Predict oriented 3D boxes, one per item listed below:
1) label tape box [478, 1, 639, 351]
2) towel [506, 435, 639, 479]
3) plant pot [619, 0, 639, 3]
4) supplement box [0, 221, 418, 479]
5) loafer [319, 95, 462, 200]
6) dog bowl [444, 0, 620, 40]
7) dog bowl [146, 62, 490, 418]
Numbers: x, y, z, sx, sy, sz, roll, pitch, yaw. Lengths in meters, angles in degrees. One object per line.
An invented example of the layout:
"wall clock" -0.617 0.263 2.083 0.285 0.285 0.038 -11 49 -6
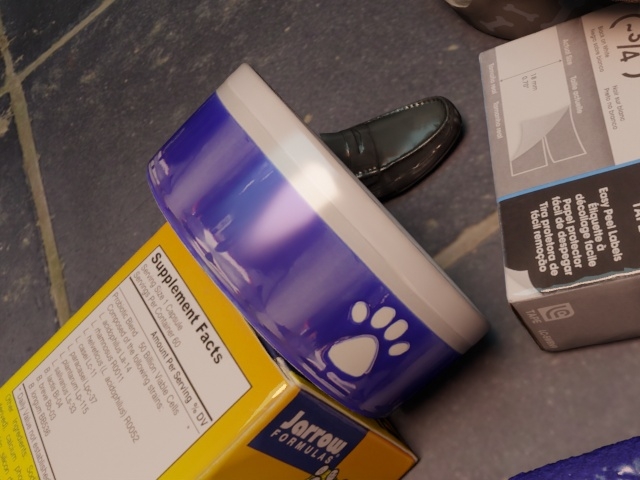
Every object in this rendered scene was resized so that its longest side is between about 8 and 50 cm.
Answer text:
"label tape box" 0.293 -0.075 0.512 0.334 0.106 0.240 -15 53 25
"towel" 0.107 0.259 0.423 0.308 0.076 0.227 -22 68 17
"plant pot" 0.240 -0.250 0.519 0.237 0.110 0.237 -17 53 24
"supplement box" -0.140 0.197 0.565 0.356 0.195 0.194 -44 48 2
"loafer" 0.029 -0.073 0.703 0.223 0.078 0.076 -29 50 14
"dog bowl" 0.248 -0.344 0.717 0.349 0.102 0.349 -16 54 23
"dog bowl" 0.000 0.000 0.551 0.104 0.265 0.265 -43 48 6
